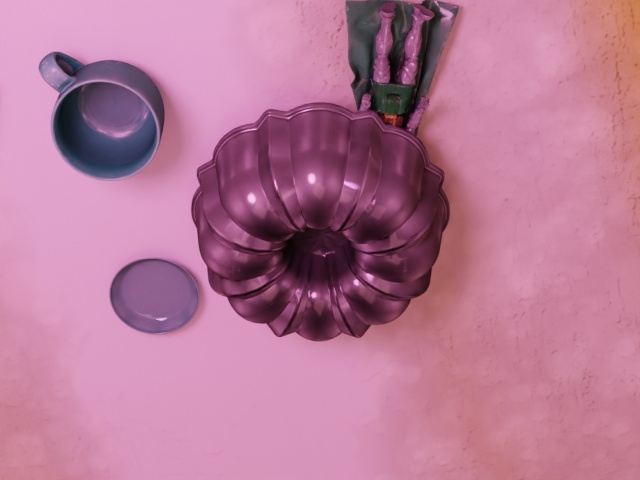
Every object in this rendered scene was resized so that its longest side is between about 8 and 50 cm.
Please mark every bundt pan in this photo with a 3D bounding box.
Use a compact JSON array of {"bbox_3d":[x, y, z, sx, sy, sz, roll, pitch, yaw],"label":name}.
[{"bbox_3d":[0.000,0.000,1.559,0.331,0.124,0.331,0,130,0],"label":"bundt pan"}]

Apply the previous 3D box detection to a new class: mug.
[{"bbox_3d":[-0.253,-0.161,1.509,0.129,0.097,0.158,-7,118,3],"label":"mug"}]

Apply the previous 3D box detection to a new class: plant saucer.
[{"bbox_3d":[-0.220,0.069,1.681,0.119,0.021,0.119,-1,118,-1],"label":"plant saucer"}]

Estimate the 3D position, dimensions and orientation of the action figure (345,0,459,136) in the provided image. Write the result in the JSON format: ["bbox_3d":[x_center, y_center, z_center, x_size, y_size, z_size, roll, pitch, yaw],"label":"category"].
[{"bbox_3d":[0.086,-0.175,1.535,0.137,0.063,0.232,3,122,-7],"label":"action figure"}]
